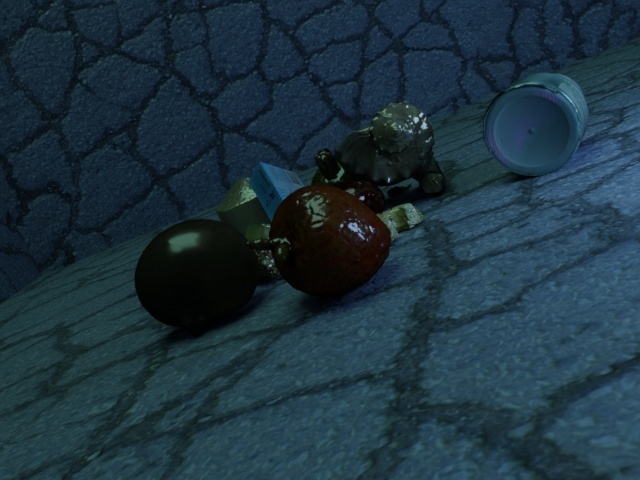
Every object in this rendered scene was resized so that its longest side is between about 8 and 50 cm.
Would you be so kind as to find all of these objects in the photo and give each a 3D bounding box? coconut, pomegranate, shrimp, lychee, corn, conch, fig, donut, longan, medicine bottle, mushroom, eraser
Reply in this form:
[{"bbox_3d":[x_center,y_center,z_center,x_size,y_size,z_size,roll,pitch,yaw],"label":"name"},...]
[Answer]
[{"bbox_3d":[-0.211,-0.090,2.022,0.239,0.244,0.239,-21,14,5],"label":"coconut"},{"bbox_3d":[0.048,-0.189,2.022,0.202,0.248,0.202,-17,44,17],"label":"pomegranate"},{"bbox_3d":[0.260,-0.168,2.053,0.092,0.029,0.038,-19,4,-9],"label":"shrimp"},{"bbox_3d":[0.000,0.000,1.298,0.299,0.255,0.255,8,-6,-33],"label":"lychee"},{"bbox_3d":[-0.185,0.061,1.702,0.098,0.098,0.289,-29,11,-30],"label":"corn"},{"bbox_3d":[0.195,-0.253,1.859,0.297,0.210,0.352,-15,-22,1],"label":"conch"},{"bbox_3d":[0.056,-0.111,1.848,0.274,0.146,0.170,11,32,42],"label":"fig"},{"bbox_3d":[0.175,-0.042,1.577,0.108,0.065,0.166,-10,17,44],"label":"donut"},{"bbox_3d":[-0.295,0.084,1.482,0.300,0.243,0.300,-13,51,17],"label":"longan"},{"bbox_3d":[0.588,-0.330,1.661,0.244,0.245,0.290,-13,17,34],"label":"medicine bottle"},{"bbox_3d":[0.333,-0.205,1.918,0.099,0.096,0.278,-46,19,14],"label":"mushroom"},{"bbox_3d":[-0.113,-0.006,1.741,0.172,0.058,0.117,12,-7,-31],"label":"eraser"}]

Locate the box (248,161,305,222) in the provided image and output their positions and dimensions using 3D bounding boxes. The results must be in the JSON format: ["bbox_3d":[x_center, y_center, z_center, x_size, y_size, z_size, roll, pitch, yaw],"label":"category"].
[{"bbox_3d":[-0.103,-0.126,1.837,0.142,0.232,0.083,13,-57,-39],"label":"box"}]
